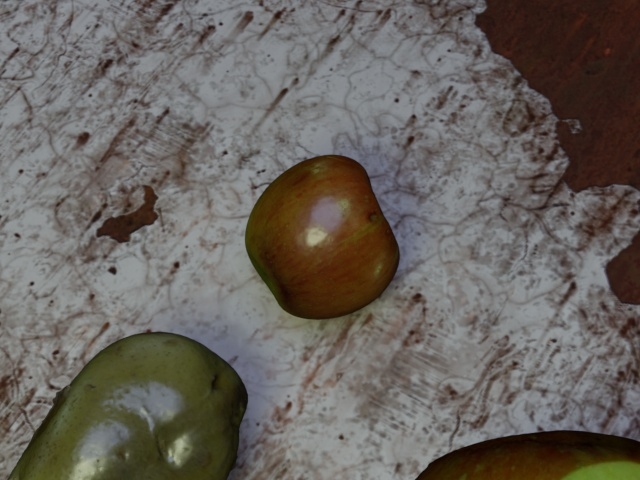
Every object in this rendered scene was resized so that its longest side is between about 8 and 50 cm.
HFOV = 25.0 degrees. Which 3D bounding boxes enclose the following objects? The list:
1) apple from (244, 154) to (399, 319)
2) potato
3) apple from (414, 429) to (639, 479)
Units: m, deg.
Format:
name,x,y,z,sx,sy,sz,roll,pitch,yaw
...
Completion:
name,x,y,z,sx,sy,sz,roll,pitch,yaw
apple,0.000,0.000,1.776,0.196,0.196,0.196,-1,58,1
potato,-0.231,0.256,1.604,0.351,0.218,0.202,-38,66,-17
apple,0.237,0.376,1.433,0.384,0.374,0.374,-1,57,14
